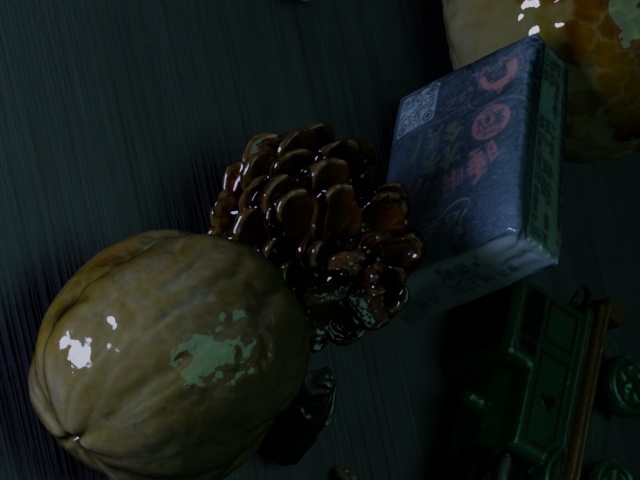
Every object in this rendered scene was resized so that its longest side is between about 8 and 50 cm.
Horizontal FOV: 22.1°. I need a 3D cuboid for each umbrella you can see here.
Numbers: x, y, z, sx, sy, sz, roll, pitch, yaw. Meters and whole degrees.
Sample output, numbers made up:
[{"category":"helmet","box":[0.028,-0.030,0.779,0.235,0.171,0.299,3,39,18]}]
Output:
[{"category":"umbrella","box":[-0.018,0.184,1.735,0.059,0.235,0.066,-8,72,-15]}]

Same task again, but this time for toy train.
[{"category":"toy train","box":[0.269,0.224,2.078,0.249,0.178,0.429,33,57,-28]}]

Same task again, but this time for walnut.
[{"category":"walnut","box":[-0.145,0.120,1.594,0.283,0.227,0.283,9,75,-36]}]

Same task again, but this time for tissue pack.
[{"category":"tissue pack","box":[0.178,-0.077,1.959,0.103,0.228,0.315,38,45,-31]}]

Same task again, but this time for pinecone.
[{"category":"pinecone","box":[-0.007,0.009,1.768,0.243,0.243,0.257,33,26,-39]}]

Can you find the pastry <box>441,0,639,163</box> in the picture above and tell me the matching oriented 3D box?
[{"category":"pastry","box":[0.356,-0.292,2.179,0.388,0.313,0.388,20,62,-45]}]

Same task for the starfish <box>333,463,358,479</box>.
[{"category":"starfish","box":[0.049,0.377,1.887,0.240,0.043,0.227,23,64,-42]}]
